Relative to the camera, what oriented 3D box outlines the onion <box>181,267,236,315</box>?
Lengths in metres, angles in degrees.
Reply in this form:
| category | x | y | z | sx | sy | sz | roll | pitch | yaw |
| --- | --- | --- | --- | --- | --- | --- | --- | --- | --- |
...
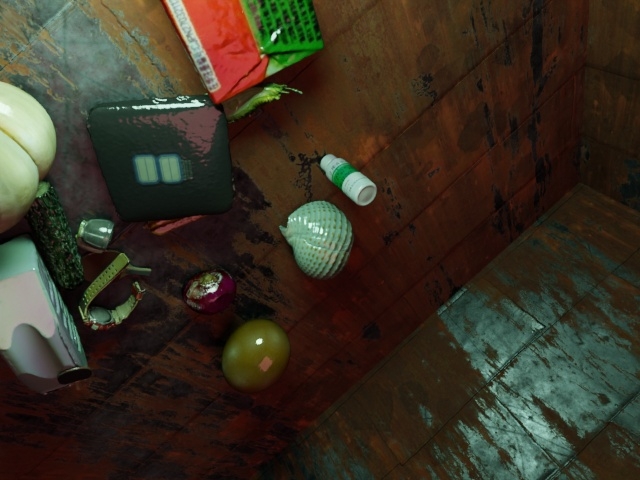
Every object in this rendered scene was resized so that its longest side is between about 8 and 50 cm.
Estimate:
| category | x | y | z | sx | sy | sz | roll | pitch | yaw |
| --- | --- | --- | --- | --- | --- | --- | --- | --- | --- |
| onion | -0.409 | 0.220 | 1.547 | 0.195 | 0.140 | 0.218 | -25 | 140 | -27 |

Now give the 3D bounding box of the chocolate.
| category | x | y | z | sx | sy | sz | roll | pitch | yaw |
| --- | --- | --- | --- | --- | --- | --- | --- | --- | --- |
| chocolate | -0.206 | -0.579 | 0.985 | 0.341 | 0.161 | 0.360 | -33 | 132 | -11 |

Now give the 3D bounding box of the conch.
| category | x | y | z | sx | sy | sz | roll | pitch | yaw |
| --- | --- | --- | --- | --- | --- | --- | --- | --- | --- |
| conch | 0.012 | 0.008 | 1.628 | 0.319 | 0.215 | 0.303 | 30 | 93 | -48 |

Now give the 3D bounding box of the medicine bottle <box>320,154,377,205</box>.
| category | x | y | z | sx | sy | sz | roll | pitch | yaw |
| --- | --- | --- | --- | --- | --- | --- | --- | --- | --- |
| medicine bottle | 0.092 | -0.221 | 1.450 | 0.095 | 0.260 | 0.095 | -19 | 131 | -23 |

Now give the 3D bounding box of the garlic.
| category | x | y | z | sx | sy | sz | roll | pitch | yaw |
| --- | --- | --- | --- | --- | --- | --- | --- | --- | --- |
| garlic | -0.710 | -0.178 | 0.881 | 0.249 | 0.286 | 0.313 | -15 | 136 | -11 |

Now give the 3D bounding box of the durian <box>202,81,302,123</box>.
| category | x | y | z | sx | sy | sz | roll | pitch | yaw |
| --- | --- | --- | --- | --- | --- | --- | --- | --- | --- |
| durian | -0.239 | -0.391 | 1.158 | 0.374 | 0.107 | 0.132 | -17 | 127 | 6 |

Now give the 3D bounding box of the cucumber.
| category | x | y | z | sx | sy | sz | roll | pitch | yaw |
| --- | --- | --- | --- | --- | --- | --- | --- | --- | --- |
| cucumber | -0.733 | 0.010 | 1.142 | 0.096 | 0.096 | 0.360 | -18 | 133 | -24 |

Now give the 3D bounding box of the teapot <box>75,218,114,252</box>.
| category | x | y | z | sx | sy | sz | roll | pitch | yaw |
| --- | --- | --- | --- | --- | --- | --- | --- | --- | --- |
| teapot | -0.661 | -0.009 | 1.191 | 0.090 | 0.092 | 0.124 | 18 | 106 | -27 |

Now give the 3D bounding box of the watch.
| category | x | y | z | sx | sy | sz | roll | pitch | yaw |
| --- | --- | --- | --- | --- | --- | --- | --- | --- | --- |
| watch | -0.663 | 0.173 | 1.329 | 0.268 | 0.102 | 0.165 | -47 | 148 | 3 |

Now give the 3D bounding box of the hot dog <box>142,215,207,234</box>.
| category | x | y | z | sx | sy | sz | roll | pitch | yaw |
| --- | --- | --- | --- | --- | --- | --- | --- | --- | --- |
| hot dog | -0.448 | -0.083 | 1.301 | 0.235 | 0.062 | 0.092 | -24 | 160 | -25 |

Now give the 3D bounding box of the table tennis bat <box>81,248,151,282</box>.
| category | x | y | z | sx | sy | sz | roll | pitch | yaw |
| --- | --- | --- | --- | --- | --- | --- | --- | --- | --- |
| table tennis bat | -0.661 | 0.089 | 1.322 | 0.220 | 0.019 | 0.130 | 14 | 116 | -42 |

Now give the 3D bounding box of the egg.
| category | x | y | z | sx | sy | sz | roll | pitch | yaw |
| --- | --- | --- | --- | --- | --- | --- | --- | --- | --- |
| egg | -0.278 | 0.497 | 1.755 | 0.282 | 0.283 | 0.351 | 9 | 119 | -41 |

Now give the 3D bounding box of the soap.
| category | x | y | z | sx | sy | sz | roll | pitch | yaw |
| --- | --- | --- | --- | --- | --- | --- | --- | --- | --- |
| soap | -0.806 | 0.237 | 1.156 | 0.156 | 0.261 | 0.447 | -19 | 133 | -27 |

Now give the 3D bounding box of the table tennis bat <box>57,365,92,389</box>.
| category | x | y | z | sx | sy | sz | roll | pitch | yaw |
| --- | --- | --- | --- | --- | --- | --- | --- | --- | --- |
| table tennis bat | -0.723 | 0.411 | 1.210 | 0.086 | 0.013 | 0.156 | -11 | 148 | -31 |

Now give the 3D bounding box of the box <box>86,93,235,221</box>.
| category | x | y | z | sx | sy | sz | roll | pitch | yaw |
| --- | --- | --- | --- | --- | --- | --- | --- | --- | --- |
| box | -0.423 | -0.218 | 1.140 | 0.350 | 0.091 | 0.359 | -9 | 132 | -13 |
